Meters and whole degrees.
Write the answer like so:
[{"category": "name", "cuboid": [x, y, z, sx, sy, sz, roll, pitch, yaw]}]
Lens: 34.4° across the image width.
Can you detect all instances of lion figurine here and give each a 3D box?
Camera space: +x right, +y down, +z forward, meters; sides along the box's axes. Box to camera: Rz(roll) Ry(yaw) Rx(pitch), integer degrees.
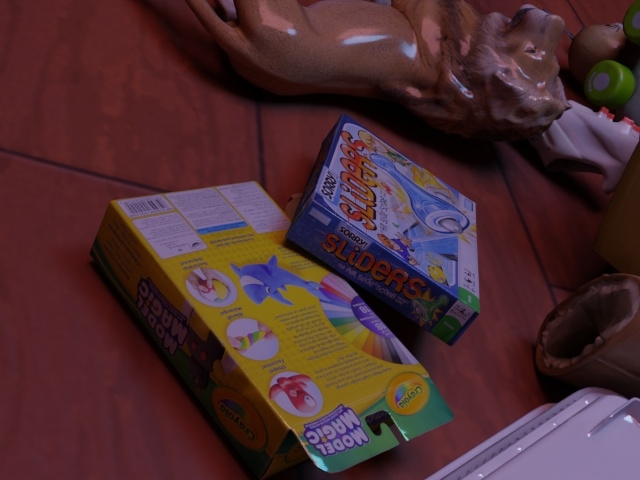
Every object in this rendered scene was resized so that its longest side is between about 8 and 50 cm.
[{"category": "lion figurine", "cuboid": [0.025, -0.184, 0.947, 0.392, 0.142, 0.240, -5, 53, -19]}]

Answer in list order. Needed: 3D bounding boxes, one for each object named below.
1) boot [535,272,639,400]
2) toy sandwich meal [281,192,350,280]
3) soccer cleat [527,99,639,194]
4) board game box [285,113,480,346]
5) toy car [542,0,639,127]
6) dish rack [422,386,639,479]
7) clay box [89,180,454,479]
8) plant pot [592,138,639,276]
[{"category": "boot", "cuboid": [0.323, 0.088, 0.714, 0.269, 0.236, 0.089, 23, 55, -12]}, {"category": "toy sandwich meal", "cuboid": [0.000, 0.000, 0.764, 0.085, 0.029, 0.086, 25, 40, -22]}, {"category": "soccer cleat", "cuboid": [0.226, -0.113, 1.031, 0.196, 0.076, 0.068, 32, 9, 36]}, {"category": "board game box", "cuboid": [0.052, -0.016, 0.764, 0.136, 0.035, 0.201, 33, 23, -8]}, {"category": "toy car", "cuboid": [0.346, -0.223, 1.197, 0.155, 0.149, 0.188, 15, 23, -39]}, {"category": "dish rack", "cuboid": [0.178, 0.215, 0.578, 0.332, 0.072, 0.285, -17, 54, -47]}, {"category": "clay box", "cuboid": [-0.031, 0.057, 0.647, 0.127, 0.053, 0.222, -12, 52, -45]}, {"category": "plant pot", "cuboid": [0.353, -0.018, 0.857, 0.212, 0.187, 0.212, 44, 18, 21]}]
